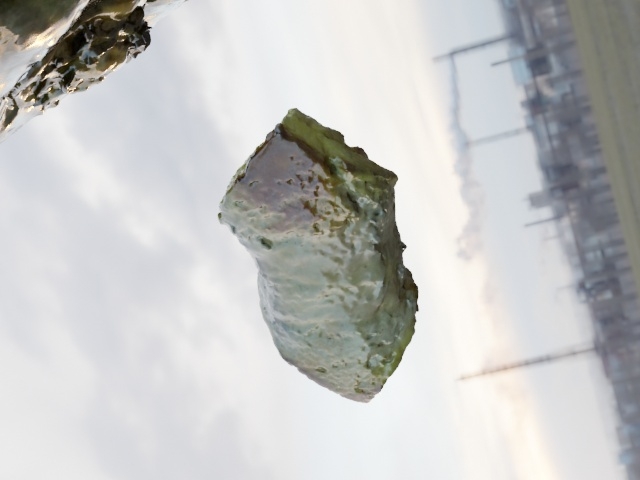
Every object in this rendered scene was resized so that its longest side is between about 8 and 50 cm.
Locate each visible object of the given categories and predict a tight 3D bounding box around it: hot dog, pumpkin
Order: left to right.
[{"bbox_3d":[-0.143,-0.127,0.621,0.095,0.258,0.290,50,-123,-3],"label":"pumpkin"},{"bbox_3d":[0.001,-0.001,0.518,0.061,0.078,0.169,-81,-16,-45],"label":"hot dog"}]
